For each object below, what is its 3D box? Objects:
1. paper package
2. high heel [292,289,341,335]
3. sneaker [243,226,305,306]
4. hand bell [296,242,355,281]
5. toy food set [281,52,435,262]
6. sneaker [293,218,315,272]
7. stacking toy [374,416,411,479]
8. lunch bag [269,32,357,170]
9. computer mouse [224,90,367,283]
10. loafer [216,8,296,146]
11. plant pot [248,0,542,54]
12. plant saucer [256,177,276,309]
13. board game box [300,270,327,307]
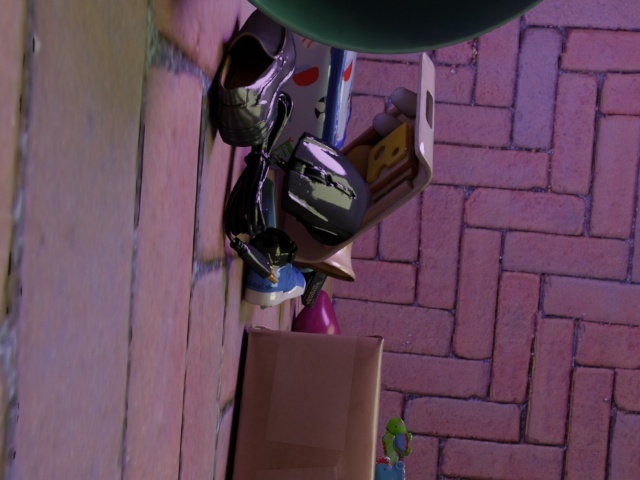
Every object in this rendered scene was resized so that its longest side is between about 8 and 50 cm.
[{"bbox_3d":[-0.017,0.296,1.033,0.309,0.168,0.324,87,7,-73],"label":"paper package"},{"bbox_3d":[0.016,0.249,1.690,0.377,0.127,0.181,77,28,-66],"label":"high heel"},{"bbox_3d":[-0.049,0.025,0.976,0.152,0.058,0.084,-20,121,-72],"label":"sneaker"},{"bbox_3d":[0.044,-0.064,1.346,0.126,0.126,0.242,78,34,-76],"label":"hand bell"},{"bbox_3d":[0.053,-0.123,1.201,0.306,0.092,0.219,-37,-147,39],"label":"toy food set"},{"bbox_3d":[-0.029,-0.023,1.423,0.076,0.065,0.166,59,28,-54],"label":"sneaker"},{"bbox_3d":[0.085,0.349,1.051,0.167,0.052,0.221,92,1,-71],"label":"stacking toy"},{"bbox_3d":[-0.006,-0.216,1.068,0.303,0.115,0.243,-74,170,-67],"label":"lunch bag"},{"bbox_3d":[-0.010,-0.030,0.872,0.262,0.060,0.184,47,55,-56],"label":"computer mouse"},{"bbox_3d":[-0.057,-0.164,0.723,0.061,0.062,0.170,82,11,-52],"label":"loafer"},{"bbox_3d":[0.045,-0.315,0.541,0.293,0.293,0.235,90,-8,-47],"label":"plant pot"},{"bbox_3d":[-0.069,0.006,1.045,0.192,0.018,0.067,89,6,-46],"label":"plant saucer"},{"bbox_3d":[0.003,0.019,1.500,0.126,0.026,0.186,-95,-156,-51],"label":"board game box"}]
